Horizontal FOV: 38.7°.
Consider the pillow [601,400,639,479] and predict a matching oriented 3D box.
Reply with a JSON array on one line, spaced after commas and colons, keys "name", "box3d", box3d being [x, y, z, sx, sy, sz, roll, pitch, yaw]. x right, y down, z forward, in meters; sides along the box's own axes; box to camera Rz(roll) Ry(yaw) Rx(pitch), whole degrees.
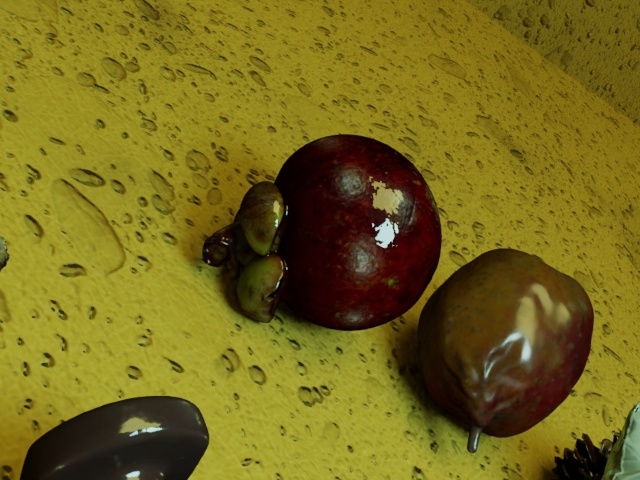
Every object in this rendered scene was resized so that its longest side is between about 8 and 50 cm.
[{"name": "pillow", "box3d": [0.377, 0.342, 0.951, 0.283, 0.138, 0.310, 28, 74, -19]}]

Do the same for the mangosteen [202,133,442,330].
[{"name": "mangosteen", "box3d": [0.000, 0.000, 0.973, 0.257, 0.215, 0.215, -14, 58, -21]}]

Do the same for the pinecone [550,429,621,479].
[{"name": "pinecone", "box3d": [0.350, 0.291, 1.090, 0.140, 0.121, 0.140, 29, 19, -11]}]

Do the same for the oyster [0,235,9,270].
[{"name": "oyster", "box3d": [-0.322, -0.030, 0.735, 0.177, 0.056, 0.105, 51, 19, 11]}]

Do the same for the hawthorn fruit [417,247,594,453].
[{"name": "hawthorn fruit", "box3d": [0.206, 0.137, 1.046, 0.208, 0.208, 0.248, 38, 42, -10]}]

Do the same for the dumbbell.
[{"name": "dumbbell", "box3d": [-0.109, 0.224, 0.591, 0.124, 0.140, 0.225, -6, 56, -32]}]
